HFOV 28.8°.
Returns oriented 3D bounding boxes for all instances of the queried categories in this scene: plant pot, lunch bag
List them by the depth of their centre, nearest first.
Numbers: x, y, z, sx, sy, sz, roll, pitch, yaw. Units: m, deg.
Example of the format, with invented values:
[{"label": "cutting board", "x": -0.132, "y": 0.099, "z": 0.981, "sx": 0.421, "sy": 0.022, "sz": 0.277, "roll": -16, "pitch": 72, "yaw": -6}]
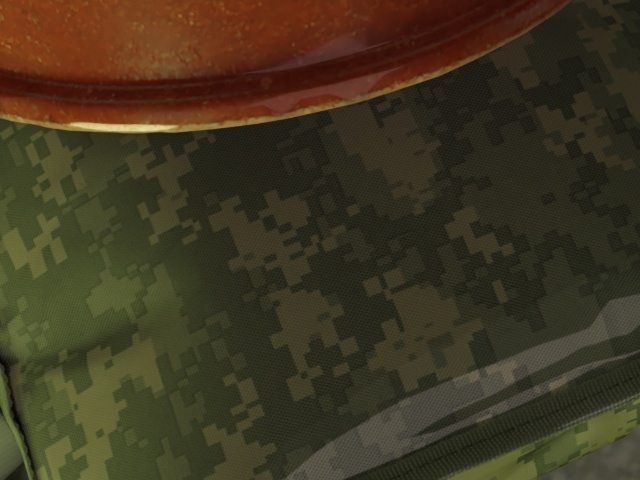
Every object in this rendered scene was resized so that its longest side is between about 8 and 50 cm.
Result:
[{"label": "plant pot", "x": -0.045, "y": -0.217, "z": 0.360, "sx": 0.272, "sy": 0.272, "sz": 0.265, "roll": -19, "pitch": 130, "yaw": -9}, {"label": "lunch bag", "x": 0.000, "y": 0.000, "z": 0.497, "sx": 0.287, "sy": 0.169, "sz": 0.235, "roll": -20, "pitch": 73, "yaw": -10}]

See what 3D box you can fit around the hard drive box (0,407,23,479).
[{"label": "hard drive box", "x": -0.239, "y": 0.072, "z": 0.462, "sx": 0.181, "sy": 0.089, "sz": 0.232, "roll": -43, "pitch": 150, "yaw": -12}]
